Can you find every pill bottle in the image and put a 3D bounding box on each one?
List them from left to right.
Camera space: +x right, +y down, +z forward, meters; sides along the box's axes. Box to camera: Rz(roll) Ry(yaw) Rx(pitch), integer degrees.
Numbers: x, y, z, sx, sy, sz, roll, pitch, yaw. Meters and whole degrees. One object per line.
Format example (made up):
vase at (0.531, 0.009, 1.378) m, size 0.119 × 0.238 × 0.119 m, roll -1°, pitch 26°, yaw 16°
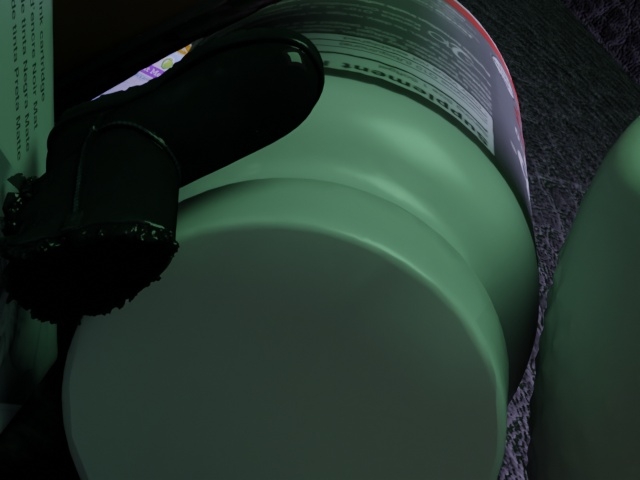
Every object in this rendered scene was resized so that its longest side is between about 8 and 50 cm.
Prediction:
pill bottle at (0.000, 0.000, 0.698) m, size 0.210 × 0.210 × 0.363 m, roll 38°, pitch 22°, yaw -11°

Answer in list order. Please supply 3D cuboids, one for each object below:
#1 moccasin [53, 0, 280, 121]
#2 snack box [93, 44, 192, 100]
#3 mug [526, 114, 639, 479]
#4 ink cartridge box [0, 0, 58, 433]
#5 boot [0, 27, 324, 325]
moccasin at (-0.065, -0.170, 0.658) m, size 0.147 × 0.380 × 0.139 m, roll 62°, pitch 27°, yaw -8°
snack box at (-0.185, -0.182, 0.917) m, size 0.174 × 0.070 × 0.207 m, roll 24°, pitch 29°, yaw -40°
mug at (0.234, 0.079, 0.643) m, size 0.374 × 0.276 × 0.328 m, roll -63°, pitch 146°, yaw -57°
ink cartridge box at (-0.134, -0.034, 0.537) m, size 0.045 × 0.223 × 0.224 m, roll 6°, pitch 23°, yaw 5°
boot at (-0.056, -0.023, 0.499) m, size 0.099 × 0.121 × 0.045 m, roll -86°, pitch 154°, yaw -55°
